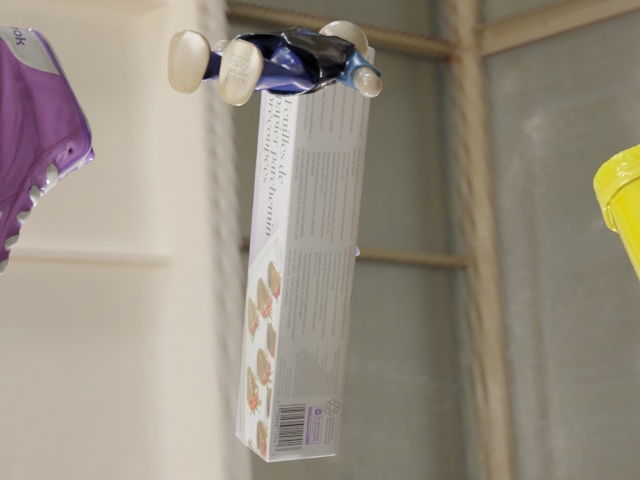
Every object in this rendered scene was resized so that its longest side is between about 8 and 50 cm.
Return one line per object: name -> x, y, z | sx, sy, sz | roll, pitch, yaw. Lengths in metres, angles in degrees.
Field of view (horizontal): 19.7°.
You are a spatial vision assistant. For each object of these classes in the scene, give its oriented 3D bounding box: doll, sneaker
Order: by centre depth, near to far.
doll -> -0.019, -0.117, 1.205 | 0.189, 0.129, 0.046 | -19, -59, -62
sneaker -> -0.228, -0.011, 1.286 | 0.161, 0.102, 0.282 | -7, -71, -33

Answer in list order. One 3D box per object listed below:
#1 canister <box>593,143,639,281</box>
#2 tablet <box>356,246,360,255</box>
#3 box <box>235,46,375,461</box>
canister -> 0.259, 0.013, 1.150 | 0.073, 0.126, 0.170 | 61, -171, -58
tablet -> 0.000, 0.000, 1.734 | 0.083, 0.054, 0.006 | 57, -174, -48
box -> -0.014, 0.007, 1.402 | 0.067, 0.063, 0.324 | -3, -74, -27
